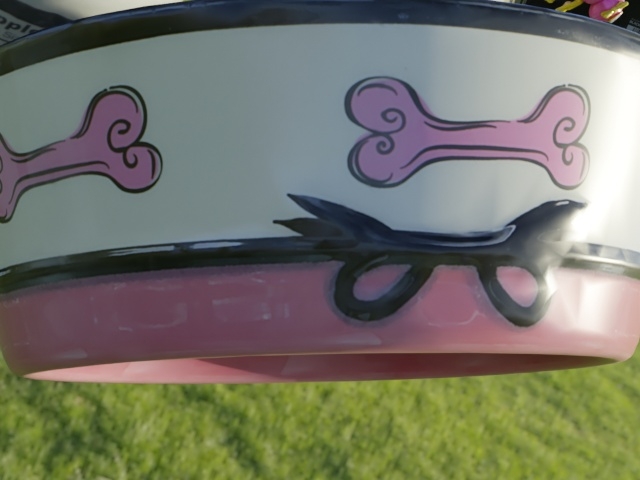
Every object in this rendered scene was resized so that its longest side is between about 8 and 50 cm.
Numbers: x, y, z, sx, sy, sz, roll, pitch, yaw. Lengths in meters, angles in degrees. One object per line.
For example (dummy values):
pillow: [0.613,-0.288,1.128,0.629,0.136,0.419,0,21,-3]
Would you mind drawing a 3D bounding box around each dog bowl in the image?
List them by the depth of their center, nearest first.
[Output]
dog bowl: [0.000,0.000,0.690,0.407,0.150,0.408,-1,-9,0]

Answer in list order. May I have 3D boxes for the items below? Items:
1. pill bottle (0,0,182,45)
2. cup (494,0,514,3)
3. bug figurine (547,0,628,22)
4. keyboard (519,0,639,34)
pill bottle: [-0.183,-0.189,0.727,0.204,0.204,0.361,14,-29,-35]
cup: [0.040,-0.346,1.100,0.331,0.237,0.331,5,47,-5]
bug figurine: [0.381,-0.279,1.393,0.216,0.279,0.072,48,1,-19]
keyboard: [0.393,-0.231,1.549,0.317,0.201,0.033,22,42,0]
